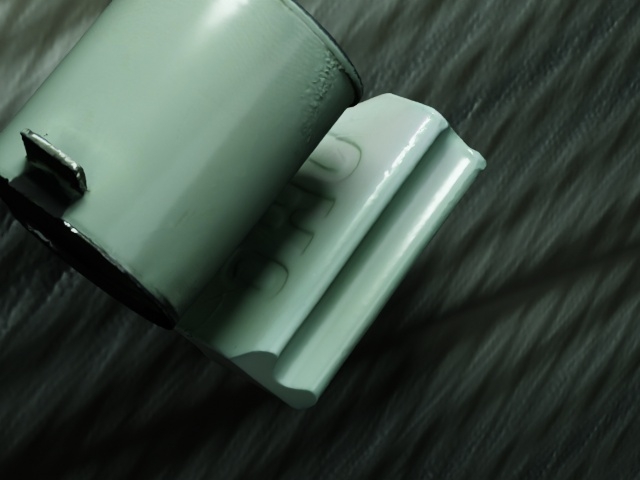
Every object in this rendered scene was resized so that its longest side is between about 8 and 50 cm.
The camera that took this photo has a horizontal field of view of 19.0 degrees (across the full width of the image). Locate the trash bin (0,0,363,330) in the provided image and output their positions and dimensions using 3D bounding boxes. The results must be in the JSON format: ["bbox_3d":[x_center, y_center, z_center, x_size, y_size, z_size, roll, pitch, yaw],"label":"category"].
[{"bbox_3d":[-0.127,-0.091,1.608,0.262,0.217,0.277,-52,159,-10],"label":"trash bin"}]

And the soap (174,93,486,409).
[{"bbox_3d":[0.000,0.000,1.756,0.095,0.173,0.289,43,79,-36],"label":"soap"}]
